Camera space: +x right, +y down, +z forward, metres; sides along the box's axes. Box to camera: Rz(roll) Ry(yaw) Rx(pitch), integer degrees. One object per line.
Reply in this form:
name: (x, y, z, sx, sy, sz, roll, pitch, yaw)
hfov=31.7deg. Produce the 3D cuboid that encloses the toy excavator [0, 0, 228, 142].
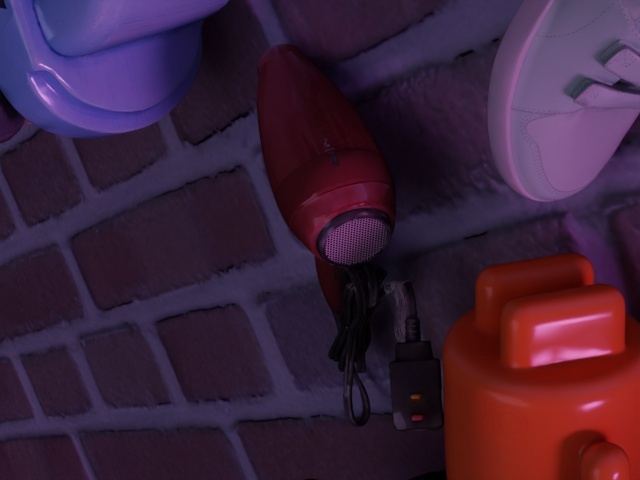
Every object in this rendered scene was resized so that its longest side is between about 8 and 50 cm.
toy excavator: (-0.130, -0.294, 0.760, 0.445, 0.222, 0.433, -5, 107, 38)

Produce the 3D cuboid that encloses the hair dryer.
hair dryer: (0.000, 0.000, 0.807, 0.223, 0.080, 0.293, 163, 95, -75)

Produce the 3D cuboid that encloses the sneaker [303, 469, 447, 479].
sneaker: (0.081, 0.263, 0.761, 0.315, 0.127, 0.182, 31, 107, 15)

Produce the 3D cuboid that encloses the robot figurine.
robot figurine: (0.139, 0.118, 0.693, 0.158, 0.128, 0.219, 16, 121, 37)

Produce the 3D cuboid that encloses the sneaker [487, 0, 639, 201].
sneaker: (0.174, -0.084, 0.538, 0.151, 0.094, 0.256, 54, 142, 34)
